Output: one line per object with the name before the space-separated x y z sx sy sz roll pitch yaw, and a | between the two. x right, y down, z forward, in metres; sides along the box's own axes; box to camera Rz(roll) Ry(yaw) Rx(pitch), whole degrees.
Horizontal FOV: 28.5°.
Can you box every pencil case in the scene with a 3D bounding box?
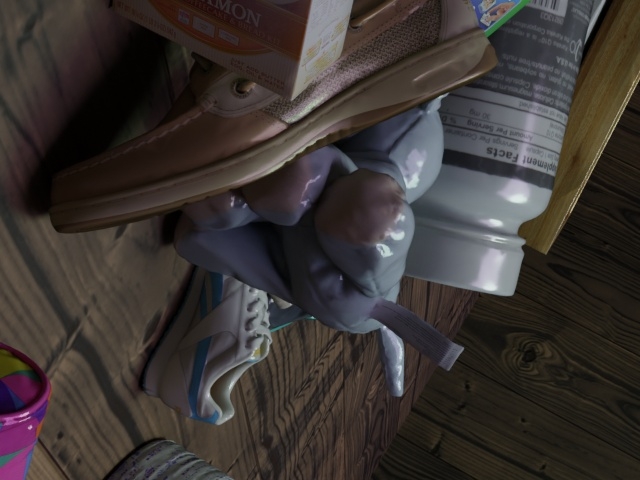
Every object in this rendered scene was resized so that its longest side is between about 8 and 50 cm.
pencil case | -0.255 0.179 0.844 0.104 0.104 0.236 -31 145 -64

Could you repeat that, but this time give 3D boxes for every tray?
tray | 0.370 -0.196 1.661 0.411 0.076 0.203 -67 168 20

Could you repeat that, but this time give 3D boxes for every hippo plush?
hippo plush | 0.037 -0.060 1.100 0.237 0.294 0.234 -63 -170 -29

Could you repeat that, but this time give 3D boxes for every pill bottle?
pill bottle | 0.156 -0.136 1.314 0.204 0.204 0.361 5 98 -75

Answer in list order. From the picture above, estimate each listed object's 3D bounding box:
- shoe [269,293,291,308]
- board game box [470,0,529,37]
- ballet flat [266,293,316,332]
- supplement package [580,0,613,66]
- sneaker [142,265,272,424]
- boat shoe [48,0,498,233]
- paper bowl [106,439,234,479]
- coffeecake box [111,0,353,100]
shoe | 0.000 0.000 1.408 0.219 0.076 0.058 -42 113 -44
board game box | 0.076 -0.249 0.936 0.213 0.046 0.317 -39 148 12
ballet flat | -0.036 0.064 1.451 0.203 0.074 0.074 -6 123 -66
supplement package | 0.253 -0.256 1.636 0.293 0.175 0.177 -63 168 4
sneaker | -0.084 0.069 1.237 0.229 0.092 0.087 -65 164 6
boat shoe | -0.044 -0.105 0.896 0.341 0.110 0.121 -25 -175 -15
paper bowl | -0.181 0.370 1.354 0.284 0.148 0.284 -56 166 -22
coffeecake box | -0.046 -0.200 0.764 0.068 0.142 0.185 -48 160 -42
